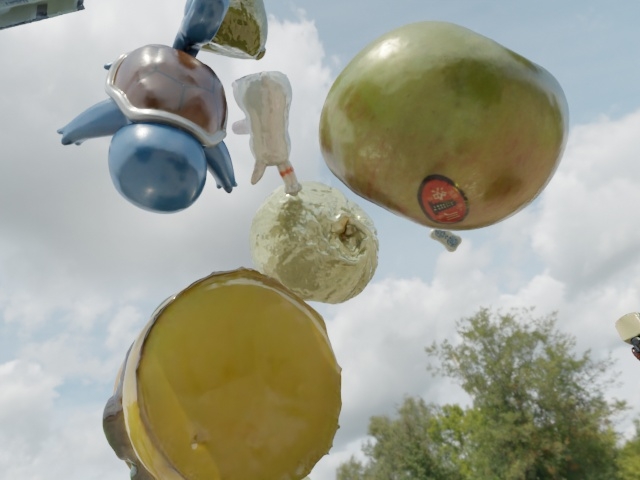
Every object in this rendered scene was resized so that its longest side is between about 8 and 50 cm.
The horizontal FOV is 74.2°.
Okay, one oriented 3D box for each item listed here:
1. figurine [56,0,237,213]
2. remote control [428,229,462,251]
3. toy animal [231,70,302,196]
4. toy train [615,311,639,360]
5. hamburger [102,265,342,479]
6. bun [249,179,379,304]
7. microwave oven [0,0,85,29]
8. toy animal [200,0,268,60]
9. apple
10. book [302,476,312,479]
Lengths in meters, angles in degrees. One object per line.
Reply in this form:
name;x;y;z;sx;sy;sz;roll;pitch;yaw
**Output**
figurine;-0.249;-0.228;0.735;0.298;0.415;0.243;22;-23;-36
remote control;0.473;-0.013;1.603;0.074;0.122;0.032;-54;-1;-5
toy animal;-0.123;-0.242;0.969;0.141;0.138;0.282;-12;-60;-18
toy train;0.592;0.184;0.747;0.138;0.087;0.050;25;-51;-17
hamburger;-0.173;0.279;0.766;0.396;0.395;0.277;8;-31;-28
bun;0.000;0.000;1.110;0.349;0.352;0.227;-22;-5;-34
microwave oven;-0.285;-0.276;0.288;0.181;0.295;0.237;20;-59;-14
toy animal;-0.219;-0.603;0.961;0.181;0.181;0.362;-9;-76;-17
apple;0.131;-0.124;0.474;0.261;0.260;0.193;9;-63;-30
book;-0.099;0.611;1.074;0.013;0.168;0.192;-65;-13;-6
